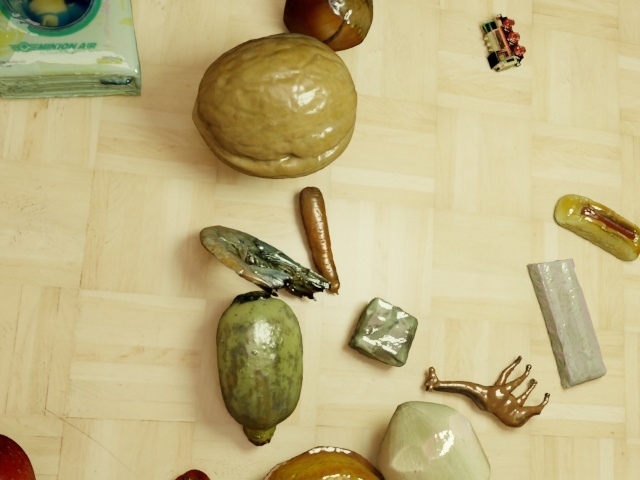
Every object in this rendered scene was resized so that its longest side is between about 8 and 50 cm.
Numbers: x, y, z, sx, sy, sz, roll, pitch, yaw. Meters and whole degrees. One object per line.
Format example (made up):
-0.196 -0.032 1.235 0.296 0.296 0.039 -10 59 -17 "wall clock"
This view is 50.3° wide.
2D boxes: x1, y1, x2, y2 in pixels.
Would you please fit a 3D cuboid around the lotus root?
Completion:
-0.117 0.255 1.355 0.173 0.173 0.309 -5 90 -15 "lotus root"

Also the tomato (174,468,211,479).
-0.245 0.491 1.315 0.087 0.087 0.075 -34 128 -17 "tomato"

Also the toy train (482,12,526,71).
0.441 -0.482 1.660 0.087 0.050 0.137 -19 86 -13 "toy train"

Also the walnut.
-0.090 -0.266 1.362 0.333 0.333 0.332 2 80 -14 "walnut"

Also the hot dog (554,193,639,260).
0.680 -0.034 1.635 0.243 0.073 0.084 29 70 -8 "hot dog"

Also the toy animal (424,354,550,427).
0.367 0.328 1.502 0.230 0.066 0.224 -33 90 -11 "toy animal"

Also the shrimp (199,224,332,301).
-0.113 0.051 1.372 0.289 0.178 0.075 35 106 -7 "shrimp"

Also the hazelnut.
0.011 -0.510 1.502 0.208 0.208 0.208 2 80 -14 "hazelnut"

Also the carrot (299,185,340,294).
0.000 0.000 1.471 0.059 0.059 0.247 -12 87 -16 "carrot"

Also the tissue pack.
-0.524 -0.489 1.365 0.288 0.162 0.387 -6 83 -18 "tissue pack"

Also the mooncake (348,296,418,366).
0.138 0.200 1.461 0.130 0.073 0.125 28 79 -6 "mooncake"

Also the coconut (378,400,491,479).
0.224 0.430 1.373 0.224 0.224 0.233 -22 82 -16 "coconut"

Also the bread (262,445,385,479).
0.009 0.557 1.319 0.313 0.172 0.311 2 83 -15 "bread"

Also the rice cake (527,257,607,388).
0.576 0.185 1.584 0.106 0.050 0.297 -13 84 -16 "rice cake"

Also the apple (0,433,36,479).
-0.598 0.444 1.167 0.218 0.218 0.201 -10 109 -15 "apple"
